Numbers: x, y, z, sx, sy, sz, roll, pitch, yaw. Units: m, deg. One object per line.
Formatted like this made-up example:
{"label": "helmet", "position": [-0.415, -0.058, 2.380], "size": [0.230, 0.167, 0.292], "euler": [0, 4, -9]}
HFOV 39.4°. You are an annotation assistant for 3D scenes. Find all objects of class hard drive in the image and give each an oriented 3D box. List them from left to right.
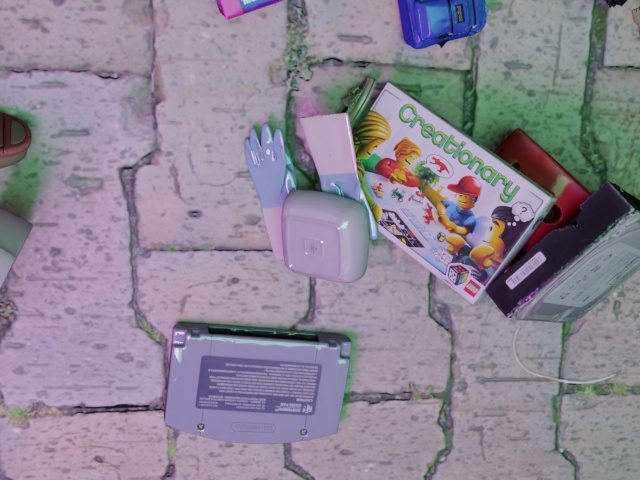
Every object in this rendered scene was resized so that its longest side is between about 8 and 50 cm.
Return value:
{"label": "hard drive", "position": [0.413, 0.033, 1.371], "size": [0.237, 0.339, 0.064], "euler": [-44, 65, 19]}

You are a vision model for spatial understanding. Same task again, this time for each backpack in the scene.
{"label": "backpack", "position": [0.187, -0.337, 1.325], "size": [0.120, 0.101, 0.098], "euler": [-15, 117, -8]}

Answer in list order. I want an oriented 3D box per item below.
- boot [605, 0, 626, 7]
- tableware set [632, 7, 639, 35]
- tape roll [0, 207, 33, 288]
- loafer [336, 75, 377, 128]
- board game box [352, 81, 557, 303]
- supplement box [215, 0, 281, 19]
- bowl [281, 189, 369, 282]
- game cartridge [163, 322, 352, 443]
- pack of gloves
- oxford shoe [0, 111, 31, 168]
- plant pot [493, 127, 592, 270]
{"label": "boot", "position": [0.425, -0.492, 1.309], "size": [0.207, 0.094, 0.246], "euler": [-42, 89, 21]}
{"label": "tableware set", "position": [0.551, -0.394, 1.396], "size": [0.128, 0.039, 0.194], "euler": [-22, 110, -1]}
{"label": "tape roll", "position": [-0.510, 0.131, 1.214], "size": [0.072, 0.392, 0.392], "euler": [29, 101, -17]}
{"label": "loafer", "position": [0.042, -0.200, 1.377], "size": [0.039, 0.045, 0.125], "euler": [27, 105, -10]}
{"label": "board game box", "position": [0.170, -0.073, 1.336], "size": [0.305, 0.053, 0.193], "euler": [39, 107, 20]}
{"label": "supplement box", "position": [-0.121, -0.431, 1.238], "size": [0.111, 0.114, 0.220], "euler": [-21, 112, -3]}
{"label": "bowl", "position": [0.000, 0.000, 1.359], "size": [0.142, 0.053, 0.142], "euler": [12, 119, 22]}
{"label": "game cartridge", "position": [-0.107, 0.244, 1.495], "size": [0.297, 0.062, 0.198], "euler": [6, 111, -11]}
{"label": "pack of gloves", "position": [-0.010, -0.084, 1.379], "size": [0.195, 0.046, 0.232], "euler": [-3, 114, 29]}
{"label": "oxford shoe", "position": [-0.589, -0.111, 1.286], "size": [0.348, 0.123, 0.130], "euler": [-6, 135, -9]}
{"label": "plant pot", "position": [0.321, -0.052, 1.398], "size": [0.191, 0.191, 0.174], "euler": [36, 107, -18]}
